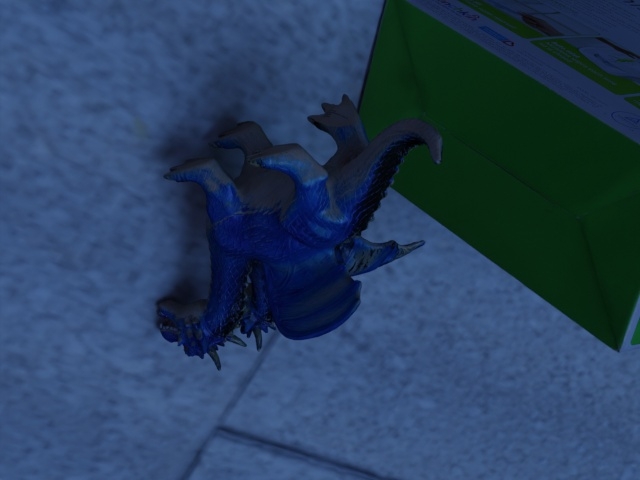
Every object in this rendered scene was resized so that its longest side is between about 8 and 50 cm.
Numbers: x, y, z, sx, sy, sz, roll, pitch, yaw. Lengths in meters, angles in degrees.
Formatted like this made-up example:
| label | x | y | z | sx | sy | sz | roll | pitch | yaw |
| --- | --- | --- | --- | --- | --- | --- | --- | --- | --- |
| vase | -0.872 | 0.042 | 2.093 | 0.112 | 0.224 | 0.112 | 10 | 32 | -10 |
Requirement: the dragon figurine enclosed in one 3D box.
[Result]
| label | x | y | z | sx | sy | sz | roll | pitch | yaw |
| --- | --- | --- | --- | --- | --- | --- | --- | --- | --- |
| dragon figurine | 0.000 | 0.000 | 0.955 | 0.085 | 0.289 | 0.144 | -41 | 112 | -42 |

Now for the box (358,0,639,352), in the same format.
| label | x | y | z | sx | sy | sz | roll | pitch | yaw |
| --- | --- | --- | --- | --- | --- | --- | --- | --- | --- |
| box | 0.194 | -0.061 | 1.039 | 0.231 | 0.262 | 0.127 | -7 | 123 | -40 |
